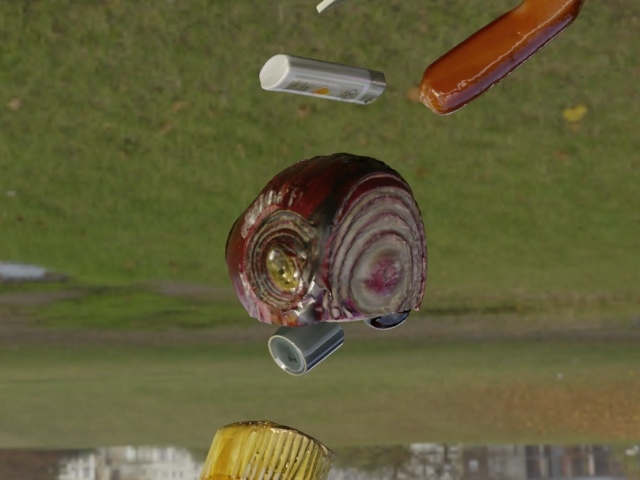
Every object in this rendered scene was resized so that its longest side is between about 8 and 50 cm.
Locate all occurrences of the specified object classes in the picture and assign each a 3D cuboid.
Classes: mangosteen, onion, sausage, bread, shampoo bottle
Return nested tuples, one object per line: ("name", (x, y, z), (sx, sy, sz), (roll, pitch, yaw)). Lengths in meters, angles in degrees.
("mangosteen", (0.130, 0.134, 2.598), (0.151, 0.137, 0.137), (14, 164, -39))
("onion", (0.000, -0.006, 1.418), (0.206, 0.207, 0.216), (7, -176, 42))
("sausage", (0.274, -0.289, 1.716), (0.300, 0.083, 0.089), (-36, 158, 7))
("bread", (-0.072, 0.302, 1.503), (0.132, 0.114, 0.190), (27, 161, -24))
("shampoo bottle", (0.006, -0.282, 2.036), (0.227, 0.056, 0.086), (3, 161, -40))

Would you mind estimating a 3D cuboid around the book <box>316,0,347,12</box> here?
("book", (0.132, -0.516, 2.193), (0.217, 0.021, 0.310), (-26, -177, -18))

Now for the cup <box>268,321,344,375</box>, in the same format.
("cup", (-0.029, 0.135, 1.574), (0.100, 0.078, 0.077), (-9, -155, 50))
